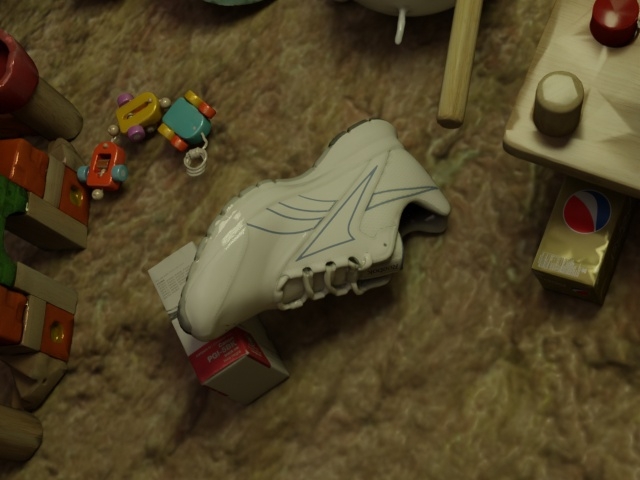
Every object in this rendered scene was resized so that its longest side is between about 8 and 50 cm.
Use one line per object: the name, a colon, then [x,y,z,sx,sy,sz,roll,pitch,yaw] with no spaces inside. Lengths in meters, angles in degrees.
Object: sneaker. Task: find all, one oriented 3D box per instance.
sneaker: [0.000,0.000,0.951,0.297,0.111,0.129,-37,67,-27]

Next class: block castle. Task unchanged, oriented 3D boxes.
block castle: [-0.438,0.012,1.121,0.303,0.213,0.453,-5,68,21]

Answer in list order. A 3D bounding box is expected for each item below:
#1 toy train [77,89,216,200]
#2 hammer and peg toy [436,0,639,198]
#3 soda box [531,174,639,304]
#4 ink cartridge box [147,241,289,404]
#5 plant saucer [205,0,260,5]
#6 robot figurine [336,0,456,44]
toy train: [-0.181,-0.101,1.153,0.166,0.046,0.125,-3,71,25]
hammer and peg toy: [0.255,-0.157,0.864,0.361,0.127,0.266,19,77,14]
soda box: [0.247,-0.039,0.936,0.058,0.061,0.181,17,78,27]
ink cartridge box: [-0.097,0.079,1.015,0.056,0.099,0.135,-34,62,8]
plant saucer: [-0.100,-0.356,1.160,0.195,0.037,0.195,2,80,-11]
robot figurine: [0.080,-0.371,1.054,0.300,0.199,0.353,-46,49,49]
